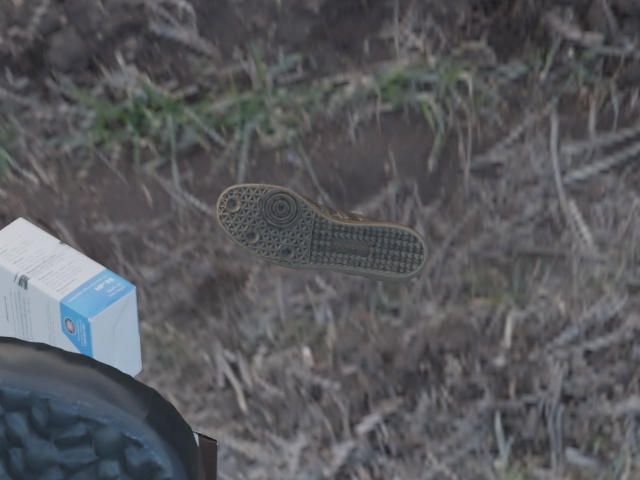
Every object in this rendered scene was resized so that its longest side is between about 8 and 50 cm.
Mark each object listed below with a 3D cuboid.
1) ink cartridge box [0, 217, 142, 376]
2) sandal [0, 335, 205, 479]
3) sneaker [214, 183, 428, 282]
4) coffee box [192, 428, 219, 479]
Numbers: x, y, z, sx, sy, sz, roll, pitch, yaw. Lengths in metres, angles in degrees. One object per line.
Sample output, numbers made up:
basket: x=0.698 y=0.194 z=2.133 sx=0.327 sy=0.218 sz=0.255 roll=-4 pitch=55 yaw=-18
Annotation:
ink cartridge box: x=-0.243 y=0.052 z=1.699 sx=0.180 sy=0.104 sz=0.060 roll=29 pitch=48 yaw=29
sandal: x=-0.188 y=0.145 z=0.803 sx=0.167 sy=0.446 sz=0.107 roll=35 pitch=43 yaw=-11
sneaker: x=0.000 y=0.000 z=1.681 sx=0.188 sy=0.071 sz=0.066 roll=17 pitch=86 yaw=2
coffee box: x=-0.187 y=0.321 z=1.746 sx=0.168 sy=0.119 sz=0.297 roll=-35 pitch=42 yaw=39
